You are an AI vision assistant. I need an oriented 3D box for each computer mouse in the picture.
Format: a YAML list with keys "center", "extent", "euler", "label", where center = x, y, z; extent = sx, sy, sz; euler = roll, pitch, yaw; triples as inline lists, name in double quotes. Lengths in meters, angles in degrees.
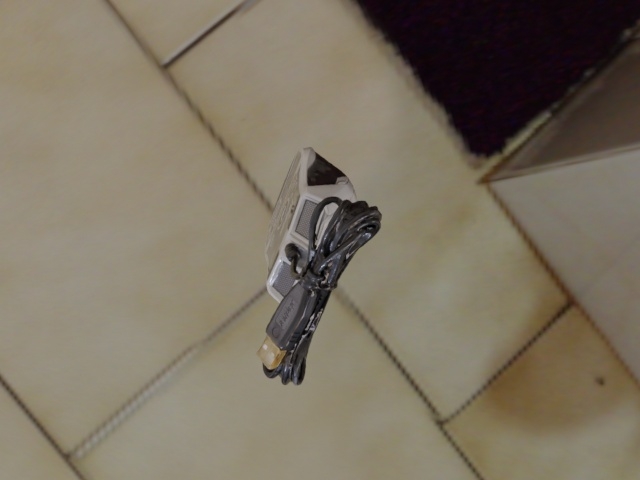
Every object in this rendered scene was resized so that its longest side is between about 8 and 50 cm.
- center: [0.000, 0.000, 0.828]
  extent: [0.042, 0.193, 0.106]
  euler: [19, 109, -7]
  label: "computer mouse"
